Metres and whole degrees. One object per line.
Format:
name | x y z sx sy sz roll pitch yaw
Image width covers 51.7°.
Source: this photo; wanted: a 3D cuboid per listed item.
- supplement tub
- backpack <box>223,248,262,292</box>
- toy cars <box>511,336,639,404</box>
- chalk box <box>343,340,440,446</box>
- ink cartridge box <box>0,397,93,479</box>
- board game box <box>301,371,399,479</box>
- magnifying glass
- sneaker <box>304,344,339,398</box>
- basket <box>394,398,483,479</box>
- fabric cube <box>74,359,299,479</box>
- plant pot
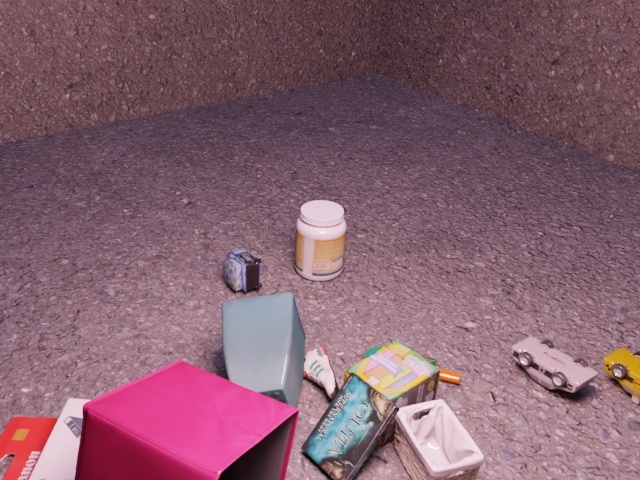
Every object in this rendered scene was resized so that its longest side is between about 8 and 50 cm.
supplement tub | 0.000 0.000 1.887 0.145 0.199 0.144 3 30 -2
backpack | -0.222 0.080 1.823 0.084 0.104 0.114 -13 29 -28
toy cars | 0.644 0.319 1.531 0.394 0.087 0.176 6 25 11
chalk box | 0.166 0.317 1.432 0.213 0.132 0.132 -21 39 -37
ink cartridge box | -0.516 0.423 1.244 0.261 0.066 0.296 4 30 -2
board game box | 0.058 0.372 1.305 0.126 0.186 0.026 31 -3 39
magnifying glass | 0.217 0.303 1.570 0.231 0.026 0.092 10 30 14
sneaker | -0.007 0.310 1.514 0.075 0.057 0.161 -18 34 -3
basket | 0.225 0.413 1.300 0.113 0.103 0.167 -8 33 -19
fabric cube | -0.224 0.385 1.094 0.258 0.254 0.259 18 15 22
plant pot | -0.125 0.263 1.445 0.166 0.165 0.234 -8 42 5
